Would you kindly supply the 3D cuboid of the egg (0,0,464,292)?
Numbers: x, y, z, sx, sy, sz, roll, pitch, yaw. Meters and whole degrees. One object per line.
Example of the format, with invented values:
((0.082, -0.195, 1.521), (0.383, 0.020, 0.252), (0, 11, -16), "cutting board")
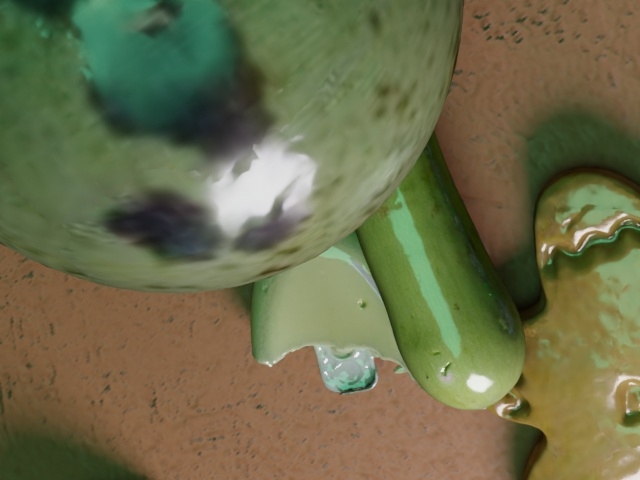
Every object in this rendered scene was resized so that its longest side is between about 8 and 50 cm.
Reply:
((-0.110, -0.175, 0.960), (0.345, 0.345, 0.428), (-33, 78, 16), "egg")

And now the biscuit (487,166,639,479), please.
((0.238, 0.119, 1.165), (0.275, 0.052, 0.355), (2, 108, 7), "biscuit")

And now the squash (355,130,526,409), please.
((0.064, -0.007, 1.112), (0.083, 0.083, 0.250), (-20, 94, 13), "squash")

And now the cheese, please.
((0.000, 0.000, 1.156), (0.127, 0.050, 0.235), (-9, 108, 11), "cheese")
